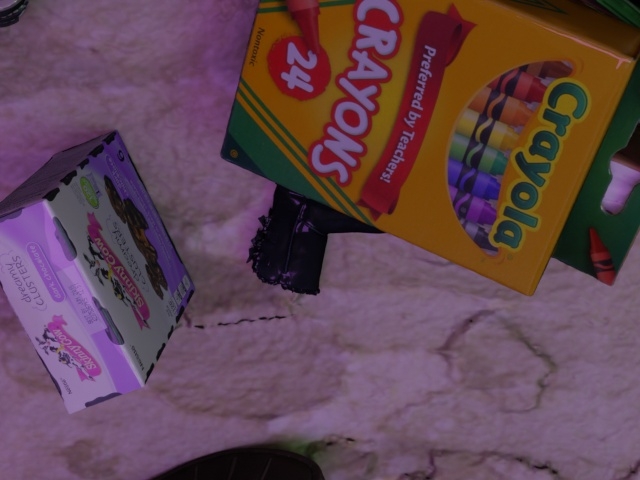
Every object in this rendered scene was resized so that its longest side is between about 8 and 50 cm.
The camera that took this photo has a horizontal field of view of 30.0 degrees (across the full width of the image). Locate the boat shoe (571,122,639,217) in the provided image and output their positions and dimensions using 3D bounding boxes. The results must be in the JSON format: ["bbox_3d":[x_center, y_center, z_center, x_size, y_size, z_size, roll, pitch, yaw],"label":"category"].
[{"bbox_3d":[0.212,-0.046,0.960,0.277,0.098,0.096,18,118,13],"label":"boat shoe"}]

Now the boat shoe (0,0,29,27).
[{"bbox_3d":[-0.270,-0.282,0.928,0.084,0.079,0.233,-11,87,-2],"label":"boat shoe"}]

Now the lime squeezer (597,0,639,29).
[{"bbox_3d":[0.321,-0.096,0.923,0.310,0.110,0.059,41,129,-5],"label":"lime squeezer"}]

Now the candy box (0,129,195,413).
[{"bbox_3d":[-0.184,0.019,0.971,0.070,0.196,0.164,-20,107,13],"label":"candy box"}]

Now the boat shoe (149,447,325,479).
[{"bbox_3d":[-0.124,0.277,1.114,0.307,0.110,0.104,-14,112,21],"label":"boat shoe"}]

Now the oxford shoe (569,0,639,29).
[{"bbox_3d":[0.155,-0.192,0.926,0.212,0.076,0.076,27,119,-4],"label":"oxford shoe"}]

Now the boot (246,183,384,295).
[{"bbox_3d":[0.000,0.000,1.025,0.121,0.045,0.099,19,109,7],"label":"boot"}]

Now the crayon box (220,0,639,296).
[{"bbox_3d":[0.099,-0.096,0.879,0.319,0.081,0.202,24,121,12],"label":"crayon box"}]
